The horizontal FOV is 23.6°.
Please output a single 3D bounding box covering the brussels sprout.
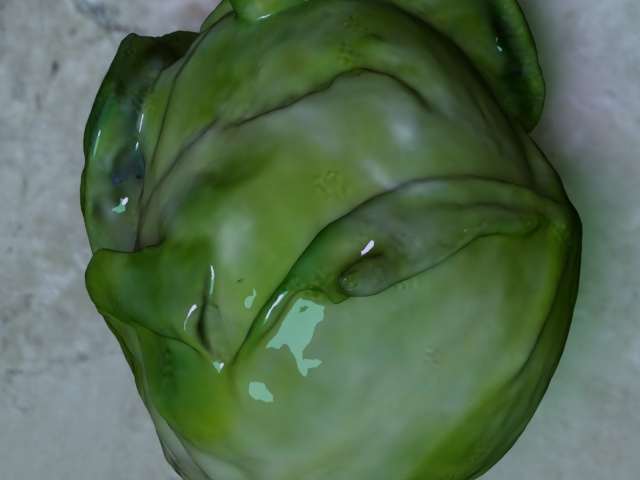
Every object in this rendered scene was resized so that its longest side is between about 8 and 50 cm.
[{"bbox_3d":[0.001,-0.001,0.737,0.227,0.259,0.294,9,128,-22],"label":"brussels sprout"}]
